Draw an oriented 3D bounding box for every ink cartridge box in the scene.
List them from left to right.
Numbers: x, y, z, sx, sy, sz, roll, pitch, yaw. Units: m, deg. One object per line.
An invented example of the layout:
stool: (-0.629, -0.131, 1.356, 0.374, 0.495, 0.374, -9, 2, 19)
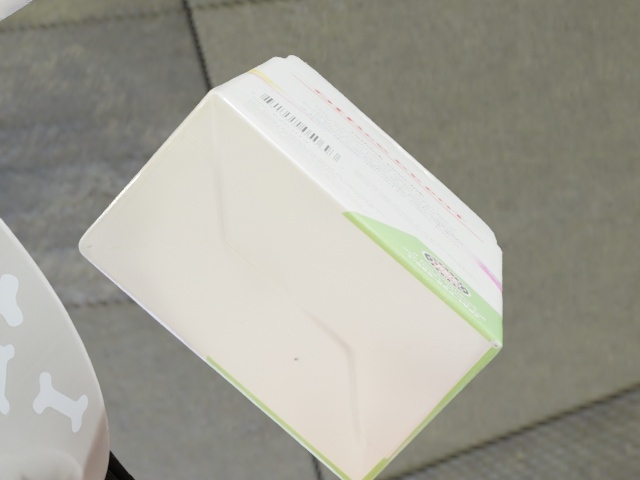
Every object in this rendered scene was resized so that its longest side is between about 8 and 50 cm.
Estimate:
ink cartridge box: (0.000, 0.000, 1.083, 0.207, 0.353, 0.119, 41, 101, -2)

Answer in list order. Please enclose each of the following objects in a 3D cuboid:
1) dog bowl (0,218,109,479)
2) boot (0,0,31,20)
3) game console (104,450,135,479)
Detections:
dog bowl: (-0.256, 0.059, 0.905, 0.348, 0.102, 0.349, 24, 140, 23)
boot: (-0.361, -0.219, 1.502, 0.258, 0.095, 0.123, -18, 112, 22)
game console: (-0.287, 0.138, 1.219, 0.361, 0.213, 0.044, 54, 156, -15)
